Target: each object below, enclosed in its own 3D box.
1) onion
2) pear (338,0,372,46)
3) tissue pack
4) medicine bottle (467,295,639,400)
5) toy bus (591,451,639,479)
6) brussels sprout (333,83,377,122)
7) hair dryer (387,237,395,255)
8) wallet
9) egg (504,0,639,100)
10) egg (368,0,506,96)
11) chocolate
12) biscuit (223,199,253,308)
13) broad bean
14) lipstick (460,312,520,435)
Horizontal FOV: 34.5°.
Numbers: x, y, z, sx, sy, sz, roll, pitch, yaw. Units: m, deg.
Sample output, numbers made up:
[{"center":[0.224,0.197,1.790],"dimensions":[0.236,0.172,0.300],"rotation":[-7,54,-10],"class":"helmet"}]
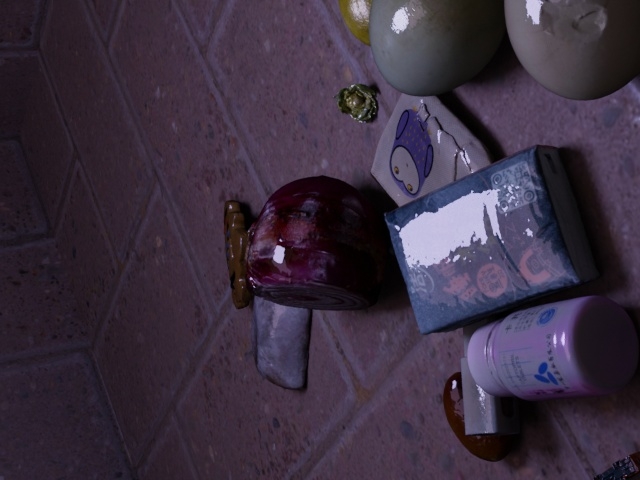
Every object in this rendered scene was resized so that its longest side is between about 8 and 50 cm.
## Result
[{"center":[0.000,0.000,2.025],"dimensions":[0.336,0.282,0.260],"rotation":[65,-146,-75],"class":"onion"},{"center":[0.109,-0.428,1.854],"dimensions":[0.149,0.149,0.162],"rotation":[-21,82,58],"class":"pear"},{"center":[0.268,0.005,1.668],"dimensions":[0.316,0.103,0.228],"rotation":[-25,74,39],"class":"tissue pack"},{"center":[0.354,0.173,1.598],"dimensions":[0.254,0.152,0.152],"rotation":[-19,81,57],"class":"medicine bottle"},{"center":[0.457,0.360,1.581],"dimensions":[0.031,0.043,0.110],"rotation":[62,142,23],"class":"toy bus"},{"center":[0.076,-0.270,2.038],"dimensions":[0.085,0.058,0.085],"rotation":[5,103,24],"class":"brussels sprout"},{"center":[0.179,0.022,1.964],"dimensions":[0.124,0.038,0.063],"rotation":[45,134,36],"class":"hair dryer"},{"center":[0.201,-0.111,1.854],"dimensions":[0.335,0.068,0.275],"rotation":[53,139,35],"class":"wallet"},{"center":[0.359,-0.323,1.397],"dimensions":[0.219,0.219,0.269],"rotation":[28,138,53],"class":"egg"},{"center":[0.185,-0.350,1.683],"dimensions":[0.295,0.218,0.218],"rotation":[115,137,-62],"class":"egg"},{"center":[-0.106,0.199,2.424],"dimensions":[0.185,0.100,0.303],"rotation":[32,121,55],"class":"chocolate"},{"center":[-0.209,0.021,2.523],"dimensions":[0.278,0.043,0.301],"rotation":[96,163,-46],"class":"biscuit"},{"center":[0.282,0.310,1.819],"dimensions":[0.165,0.084,0.114],"rotation":[55,132,27],"class":"broad bean"},{"center":[0.284,0.204,1.752],"dimensions":[0.077,0.079,0.252],"rotation":[-18,68,46],"class":"lipstick"}]
